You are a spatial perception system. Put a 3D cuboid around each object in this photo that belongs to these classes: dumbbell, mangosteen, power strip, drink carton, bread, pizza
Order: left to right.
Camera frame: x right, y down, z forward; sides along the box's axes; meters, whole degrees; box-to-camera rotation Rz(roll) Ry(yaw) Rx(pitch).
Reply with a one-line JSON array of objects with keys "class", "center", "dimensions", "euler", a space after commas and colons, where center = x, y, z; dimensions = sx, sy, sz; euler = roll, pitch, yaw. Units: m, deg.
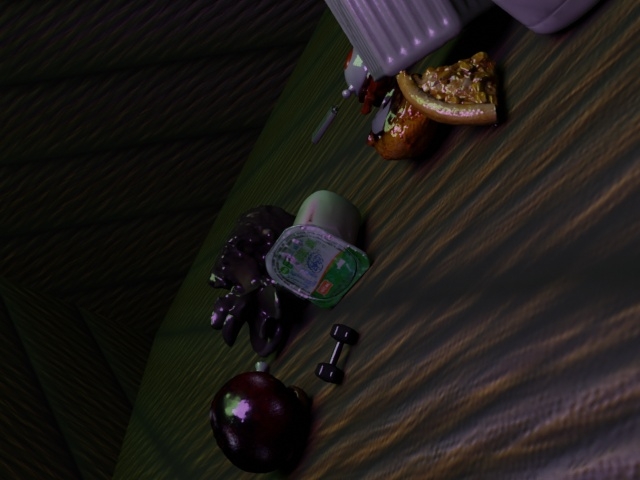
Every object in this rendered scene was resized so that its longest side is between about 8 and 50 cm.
[{"class": "mangosteen", "center": [-0.086, 0.263, 0.827], "dimensions": [0.152, 0.152, 0.153], "euler": [-55, 19, 29]}, {"class": "drink carton", "center": [0.000, 0.000, 0.938], "dimensions": [0.146, 0.144, 0.142], "euler": [-51, 15, 38]}, {"class": "power strip", "center": [0.014, -0.336, 1.593], "dimensions": [0.136, 0.019, 0.051], "euler": [-51, 19, 39]}, {"class": "dumbbell", "center": [0.023, 0.161, 0.795], "dimensions": [0.083, 0.036, 0.040], "euler": [-68, 17, -12]}, {"class": "bread", "center": [0.136, -0.197, 0.904], "dimensions": [0.139, 0.095, 0.269], "euler": [-56, 4, 12]}, {"class": "pizza", "center": [0.185, -0.205, 0.736], "dimensions": [0.130, 0.041, 0.178], "euler": [-32, 46, -4]}]

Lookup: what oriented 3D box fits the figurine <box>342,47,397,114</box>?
[{"class": "figurine", "center": [0.115, -0.370, 1.141], "dimensions": [0.183, 0.160, 0.226], "euler": [155, 129, -66]}]

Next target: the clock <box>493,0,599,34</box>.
[{"class": "clock", "center": [0.316, -0.415, 0.613], "dimensions": [0.324, 0.108, 0.265], "euler": [-48, 22, 43]}]

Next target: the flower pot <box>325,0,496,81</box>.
[{"class": "flower pot", "center": [0.130, -0.372, 0.832], "dimensions": [0.209, 0.190, 0.239], "euler": [-33, 12, 4]}]

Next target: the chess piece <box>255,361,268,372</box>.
[{"class": "chess piece", "center": [-0.120, 0.270, 1.076], "dimensions": [0.042, 0.042, 0.093], "euler": [-54, 14, 31]}]

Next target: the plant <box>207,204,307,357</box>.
[{"class": "plant", "center": [-0.122, 0.070, 1.107], "dimensions": [0.199, 0.188, 0.276], "euler": [-50, 21, 42]}]
